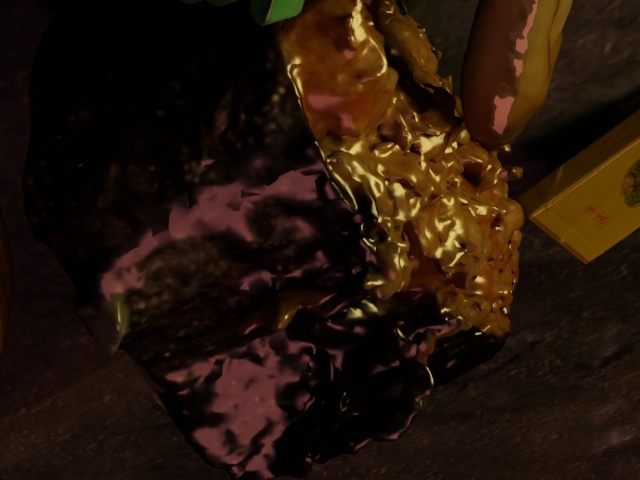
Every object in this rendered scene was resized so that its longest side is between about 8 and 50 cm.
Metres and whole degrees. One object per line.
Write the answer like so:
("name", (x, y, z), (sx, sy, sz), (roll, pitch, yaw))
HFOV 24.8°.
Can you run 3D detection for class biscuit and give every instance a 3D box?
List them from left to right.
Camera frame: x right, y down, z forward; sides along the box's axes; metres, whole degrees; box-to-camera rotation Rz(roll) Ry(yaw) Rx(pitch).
("biscuit", (0.103, -0.152, 0.618), (0.047, 0.164, 0.208), (23, 155, 17))

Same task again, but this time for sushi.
("sushi", (0.000, 0.000, 0.765), (0.207, 0.234, 0.348), (-19, 153, 17))

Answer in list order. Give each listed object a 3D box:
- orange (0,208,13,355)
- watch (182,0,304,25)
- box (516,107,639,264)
("orange", (-0.271, 0.013, 0.663), (0.235, 0.279, 0.279), (-15, 151, 32))
("watch", (-0.061, -0.146, 0.529), (0.152, 0.131, 0.165), (-16, 170, -43))
("box", (0.204, -0.049, 0.896), (0.155, 0.023, 0.087), (-37, 146, 17))
